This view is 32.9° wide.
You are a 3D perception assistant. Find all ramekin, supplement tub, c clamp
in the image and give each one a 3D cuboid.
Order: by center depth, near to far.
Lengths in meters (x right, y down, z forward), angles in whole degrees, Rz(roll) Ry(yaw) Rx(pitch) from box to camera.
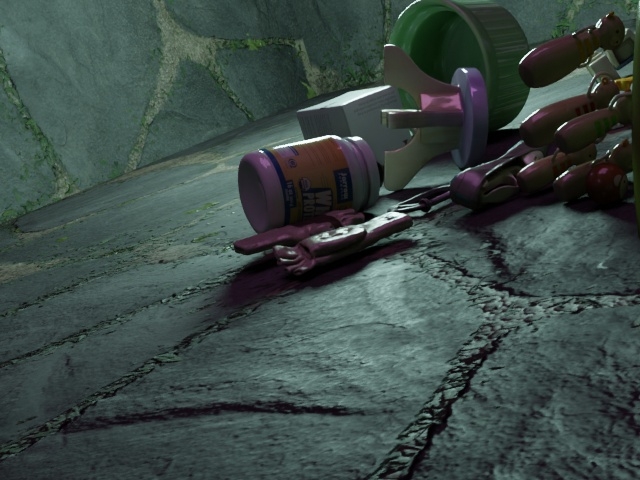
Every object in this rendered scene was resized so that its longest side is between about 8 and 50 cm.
[{"bbox_3d":[0.188,-0.072,1.706,0.160,0.022,0.137,-23,13,-30],"label":"c clamp"},{"bbox_3d":[-0.019,-0.092,1.764,0.199,0.144,0.144,-14,9,-23],"label":"supplement tub"},{"bbox_3d":[0.286,-0.347,2.204,0.148,0.303,0.303,-16,9,-34],"label":"ramekin"}]

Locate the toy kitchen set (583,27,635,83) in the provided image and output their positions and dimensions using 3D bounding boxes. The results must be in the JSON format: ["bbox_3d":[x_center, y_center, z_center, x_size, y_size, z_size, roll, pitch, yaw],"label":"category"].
[{"bbox_3d":[0.701,-0.403,2.388,0.207,0.122,0.166,-35,8,13],"label":"toy kitchen set"}]

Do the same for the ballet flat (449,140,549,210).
[{"bbox_3d":[0.283,-0.094,1.610,0.213,0.072,0.068,-25,41,-31],"label":"ballet flat"}]

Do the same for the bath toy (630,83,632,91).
[{"bbox_3d":[0.606,-0.306,1.731,0.348,0.151,0.129,-45,10,-34],"label":"bath toy"}]

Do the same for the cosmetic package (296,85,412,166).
[{"bbox_3d":[0.074,-0.229,2.288,0.151,0.151,0.183,-25,14,-30],"label":"cosmetic package"}]

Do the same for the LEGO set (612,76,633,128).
[{"bbox_3d":[0.574,-0.253,1.846,0.227,0.087,0.093,-16,11,9],"label":"LEGO set"}]

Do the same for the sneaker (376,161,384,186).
[{"bbox_3d":[0.018,-0.097,1.897,0.118,0.083,0.222,-17,8,34],"label":"sneaker"}]

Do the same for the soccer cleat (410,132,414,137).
[{"bbox_3d":[0.177,-0.229,2.374,0.196,0.076,0.068,-26,-30,35],"label":"soccer cleat"}]

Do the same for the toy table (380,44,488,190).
[{"bbox_3d":[0.190,-0.215,1.892,0.160,0.252,0.274,-1,-4,-1],"label":"toy table"}]

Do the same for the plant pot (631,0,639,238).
[{"bbox_3d":[0.436,-0.170,1.129,0.274,0.294,0.275,-17,12,4],"label":"plant pot"}]

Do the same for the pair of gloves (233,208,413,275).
[{"bbox_3d":[0.000,0.000,1.596,0.204,0.042,0.240,-19,13,-26],"label":"pair of gloves"}]

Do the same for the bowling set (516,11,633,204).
[{"bbox_3d":[0.374,-0.131,1.443,0.154,0.287,0.200,-27,56,-11],"label":"bowling set"}]
